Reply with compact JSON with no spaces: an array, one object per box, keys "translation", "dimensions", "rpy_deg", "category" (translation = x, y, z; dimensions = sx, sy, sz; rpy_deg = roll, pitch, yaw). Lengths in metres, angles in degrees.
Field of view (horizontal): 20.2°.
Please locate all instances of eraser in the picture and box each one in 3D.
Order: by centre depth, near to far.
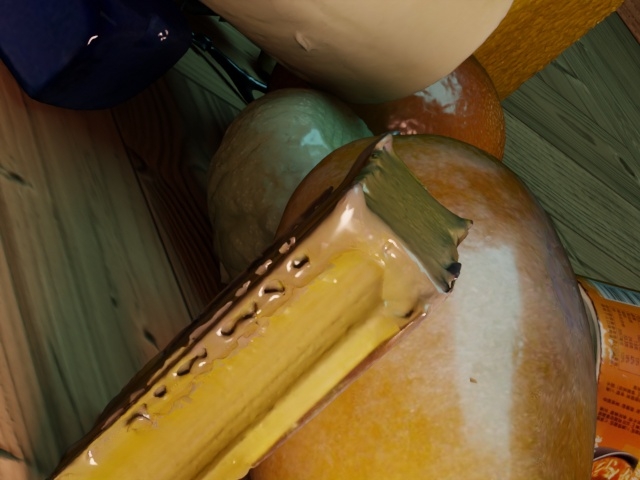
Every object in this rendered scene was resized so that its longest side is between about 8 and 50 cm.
[{"translation":[-0.229,-0.243,1.264],"dimensions":[0.332,0.101,0.155],"rpy_deg":[54,17,12],"category":"eraser"}]

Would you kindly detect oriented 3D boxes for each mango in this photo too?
[{"translation":[0.063,0.109,1.042],"dimensions":[0.221,0.199,0.384],"rpy_deg":[28,45,-50],"category":"mango"}]

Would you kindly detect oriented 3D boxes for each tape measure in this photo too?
[{"translation":[-0.065,-0.166,1.588],"dimensions":[0.107,0.104,0.180],"rpy_deg":[-123,-160,-82],"category":"tape measure"}]

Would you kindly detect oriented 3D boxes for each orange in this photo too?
[{"translation":[0.050,-0.091,1.448],"dimensions":[0.206,0.206,0.206],"rpy_deg":[42,19,-18],"category":"orange"}]

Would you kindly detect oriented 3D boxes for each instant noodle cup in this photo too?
[{"translation":[0.210,0.129,1.354],"dimensions":[0.182,0.230,0.230],"rpy_deg":[22,30,-34],"category":"instant noodle cup"}]

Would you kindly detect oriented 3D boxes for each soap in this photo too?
[{"translation":[-0.029,0.058,0.894],"dimensions":[0.076,0.233,0.135],"rpy_deg":[43,18,-4],"category":"soap"}]

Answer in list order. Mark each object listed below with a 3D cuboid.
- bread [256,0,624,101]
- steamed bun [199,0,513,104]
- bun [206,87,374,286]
[{"translation":[0.139,-0.226,1.723],"dimensions":[0.143,0.333,0.323],"rpy_deg":[55,15,12],"category":"bread"},{"translation":[-0.044,-0.343,1.281],"dimensions":[0.371,0.290,0.456],"rpy_deg":[35,16,-45],"category":"steamed bun"},{"translation":[0.000,0.000,1.253],"dimensions":[0.212,0.126,0.204],"rpy_deg":[56,19,4],"category":"bun"}]
